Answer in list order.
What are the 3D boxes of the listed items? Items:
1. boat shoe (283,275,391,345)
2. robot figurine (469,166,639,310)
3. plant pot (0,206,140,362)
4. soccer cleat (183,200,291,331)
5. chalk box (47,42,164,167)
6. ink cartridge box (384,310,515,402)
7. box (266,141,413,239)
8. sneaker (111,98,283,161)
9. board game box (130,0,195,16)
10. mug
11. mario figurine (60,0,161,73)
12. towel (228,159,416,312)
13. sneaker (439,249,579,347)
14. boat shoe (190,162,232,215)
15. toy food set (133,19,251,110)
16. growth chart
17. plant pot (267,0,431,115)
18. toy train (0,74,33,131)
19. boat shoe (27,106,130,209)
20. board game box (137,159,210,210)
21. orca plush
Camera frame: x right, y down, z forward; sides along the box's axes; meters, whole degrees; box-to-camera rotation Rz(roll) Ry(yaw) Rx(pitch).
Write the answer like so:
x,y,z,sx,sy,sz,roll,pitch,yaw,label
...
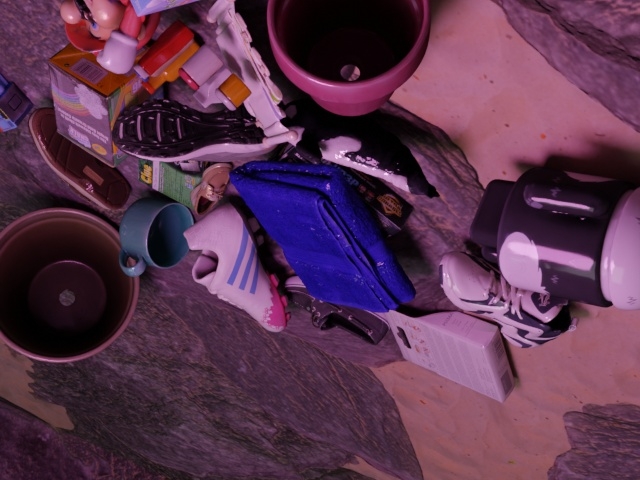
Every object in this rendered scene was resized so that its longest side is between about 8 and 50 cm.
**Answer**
x,y,z,sx,sy,sz,roll,pitch,yaw,label
0.022,0.138,2.183,0.228,0.076,0.080,22,150,17,boat shoe
0.347,-0.007,1.558,0.278,0.209,0.174,13,109,32,robot figurine
-0.554,0.110,2.499,0.323,0.323,0.280,34,167,-3,plant pot
-0.159,0.066,2.157,0.116,0.143,0.331,52,166,45,soccer cleat
-0.341,-0.221,1.880,0.132,0.132,0.213,32,147,17,chalk box
0.233,0.188,2.101,0.224,0.056,0.181,23,152,36,ink cartridge box
0.017,-0.073,1.886,0.220,0.051,0.175,37,151,-10,box
-0.187,-0.159,1.809,0.271,0.100,0.108,-2,162,-8,sneaker
-0.133,-0.358,1.482,0.211,0.160,0.039,-21,92,56,board game box
-0.327,-0.015,2.200,0.097,0.157,0.129,14,113,35,mug
-0.306,-0.363,1.611,0.170,0.198,0.320,19,147,-3,mario figurine
0.000,0.000,1.883,0.227,0.076,0.308,5,142,38,towel
0.307,0.084,1.812,0.235,0.094,0.153,43,148,-21,sneaker
-0.188,-0.089,2.038,0.050,0.045,0.135,2,151,-25,boat shoe
-0.198,-0.237,1.672,0.111,0.104,0.232,47,179,-41,toy food set
-0.099,-0.238,1.654,0.237,0.021,0.172,66,163,-14,growth chart
0.037,-0.250,1.470,0.201,0.201,0.180,27,167,9,plant pot
-0.626,-0.280,2.160,0.105,0.080,0.184,-11,129,39,toy train
-0.474,-0.150,2.198,0.095,0.095,0.257,9,145,45,boat shoe
-0.259,-0.151,2.055,0.136,0.030,0.260,26,151,5,board game box
0.052,-0.157,1.668,0.287,0.151,0.102,36,121,45,orca plush
